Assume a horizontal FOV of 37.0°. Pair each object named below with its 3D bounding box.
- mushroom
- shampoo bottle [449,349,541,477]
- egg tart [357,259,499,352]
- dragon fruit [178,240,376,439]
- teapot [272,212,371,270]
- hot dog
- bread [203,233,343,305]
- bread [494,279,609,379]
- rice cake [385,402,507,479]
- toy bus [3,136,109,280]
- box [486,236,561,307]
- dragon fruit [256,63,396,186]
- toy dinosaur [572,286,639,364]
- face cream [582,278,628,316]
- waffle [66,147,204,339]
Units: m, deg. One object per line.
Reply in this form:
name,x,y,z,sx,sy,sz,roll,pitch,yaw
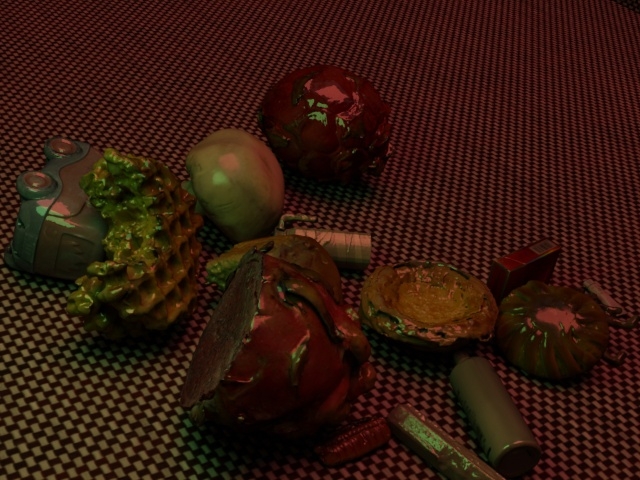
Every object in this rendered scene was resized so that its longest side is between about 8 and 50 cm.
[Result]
mushroom,-0.199,-0.102,1.992,0.260,0.234,0.254,25,40,-63
shampoo bottle,0.285,0.280,1.634,0.085,0.085,0.262,-1,35,-17
egg tart,0.207,0.140,1.806,0.290,0.107,0.291,4,29,-2
dragon fruit,-0.039,0.182,1.511,0.262,0.314,0.296,28,-9,-15
teapot,0.000,0.000,1.951,0.200,0.077,0.107,5,75,-9
hot dog,0.051,0.323,1.550,0.144,0.038,0.062,-15,41,-32
bread,-0.063,0.072,1.788,0.262,0.163,0.204,36,28,12
bread,0.431,0.162,1.794,0.213,0.105,0.213,-4,56,6
rice cake,0.210,0.351,1.541,0.057,0.052,0.256,-43,56,-18
toy bus,-0.456,-0.046,1.839,0.231,0.197,0.294,20,33,-4
box,0.411,0.070,1.954,0.175,0.112,0.048,-21,46,-37
dragon fruit,0.013,-0.270,2.207,0.342,0.277,0.277,30,37,11
toy dinosaur,0.512,0.173,1.890,0.199,0.072,0.251,24,47,37
face cream,0.596,0.122,2.009,0.038,0.020,0.115,-9,41,-27
waffle,-0.320,0.013,1.683,0.151,0.261,0.324,-12,62,29
